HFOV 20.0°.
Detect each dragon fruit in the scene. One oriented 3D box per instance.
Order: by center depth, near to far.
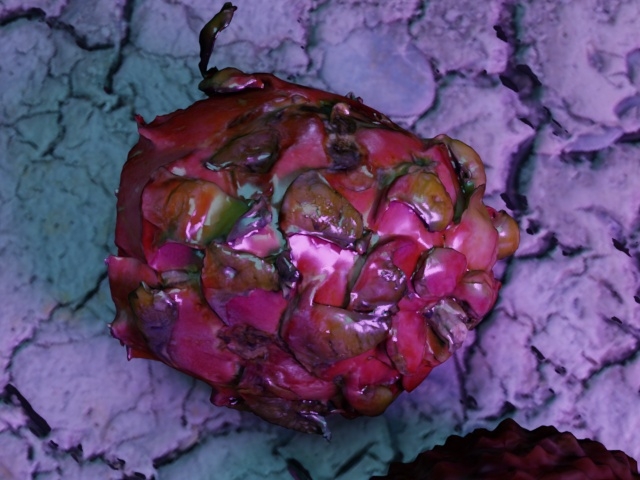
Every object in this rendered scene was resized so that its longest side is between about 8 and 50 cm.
[{"bbox_3d":[0.000,0.000,1.349,0.291,0.250,0.269,1,49,12],"label":"dragon fruit"}]

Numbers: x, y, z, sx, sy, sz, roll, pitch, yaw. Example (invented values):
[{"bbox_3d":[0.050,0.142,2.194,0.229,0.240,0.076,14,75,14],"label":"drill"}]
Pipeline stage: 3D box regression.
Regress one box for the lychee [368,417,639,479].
[{"bbox_3d":[0.121,0.276,1.204,0.330,0.306,0.306,-19,64,28],"label":"lychee"}]
